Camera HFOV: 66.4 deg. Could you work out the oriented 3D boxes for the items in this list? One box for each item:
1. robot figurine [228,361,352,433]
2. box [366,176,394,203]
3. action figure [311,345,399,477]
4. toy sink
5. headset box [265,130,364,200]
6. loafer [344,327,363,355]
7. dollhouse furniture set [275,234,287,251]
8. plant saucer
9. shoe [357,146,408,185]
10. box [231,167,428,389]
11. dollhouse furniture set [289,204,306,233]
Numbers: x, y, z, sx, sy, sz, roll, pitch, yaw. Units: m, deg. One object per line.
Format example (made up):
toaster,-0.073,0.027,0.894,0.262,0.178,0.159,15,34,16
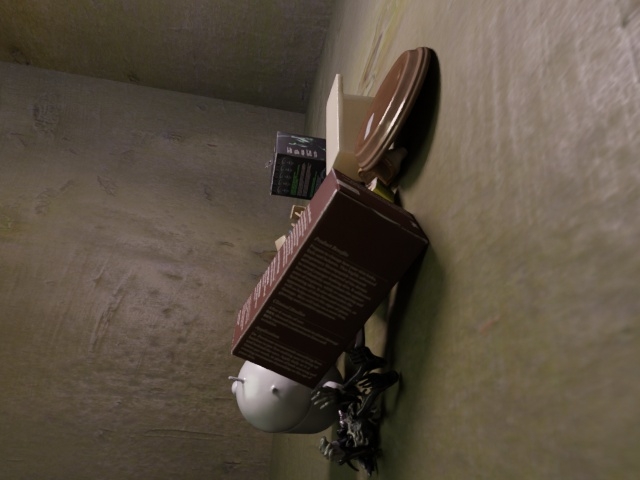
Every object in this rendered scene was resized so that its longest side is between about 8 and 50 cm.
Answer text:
robot figurine,-0.070,0.372,1.212,0.353,0.300,0.199,35,-130,-54
box,0.062,-0.032,1.082,0.232,0.058,0.087,-46,9,21
action figure,0.053,0.341,0.944,0.164,0.141,0.275,-118,37,-57
toy sink,0.093,-0.294,1.288,0.153,0.131,0.234,119,153,-67
headset box,-0.023,-0.220,1.473,0.246,0.283,0.131,-100,20,-63
loafer,0.062,0.182,1.225,0.220,0.079,0.080,-91,12,-46
dollhouse furniture set,0.063,0.046,1.408,0.303,0.198,0.286,-33,67,38
plant saucer,0.139,-0.275,1.017,0.278,0.041,0.277,-157,90,-80
shoe,0.141,-0.161,1.102,0.058,0.076,0.219,-47,4,-9
box,0.003,0.079,0.925,0.381,0.191,0.143,-55,17,21
dollhouse furniture set,0.000,0.000,1.269,0.184,0.129,0.129,-140,62,-64
